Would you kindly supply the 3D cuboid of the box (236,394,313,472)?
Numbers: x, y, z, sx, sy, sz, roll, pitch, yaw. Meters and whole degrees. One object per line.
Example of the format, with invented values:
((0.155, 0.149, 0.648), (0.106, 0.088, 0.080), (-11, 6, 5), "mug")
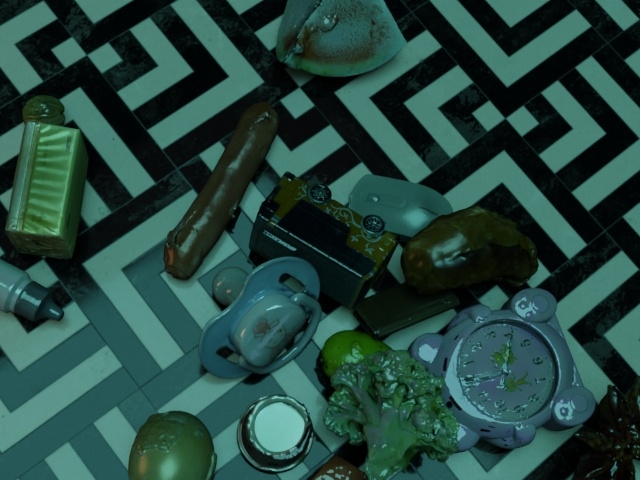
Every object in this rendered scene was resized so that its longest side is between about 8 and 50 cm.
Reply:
((-0.082, 0.362, 1.834), (0.151, 0.135, 0.151), (2, 71, -7), "box")

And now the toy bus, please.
((0.000, 0.000, 1.941), (0.275, 0.138, 0.167), (32, 54, 8), "toy bus")

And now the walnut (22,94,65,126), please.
((-0.579, -0.263, 2.010), (0.092, 0.092, 0.092), (2, 72, -6), "walnut")

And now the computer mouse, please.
((0.172, -0.067, 2.036), (0.231, 0.079, 0.128), (16, 69, 2), "computer mouse")

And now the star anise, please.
((0.584, 0.405, 1.879), (0.288, 0.088, 0.288), (-9, 109, -28), "star anise")

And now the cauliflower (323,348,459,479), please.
((0.130, 0.338, 1.755), (0.256, 0.239, 0.315), (39, 33, -9), "cauliflower")

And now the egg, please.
((-0.277, 0.408, 1.775), (0.164, 0.164, 0.201), (13, 46, -2), "egg")

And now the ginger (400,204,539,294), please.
((0.315, 0.020, 1.950), (0.321, 0.165, 0.172), (-1, 113, -23), "ginger")

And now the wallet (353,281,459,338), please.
((0.172, 0.133, 1.957), (0.198, 0.031, 0.110), (-20, 40, -19), "wallet")

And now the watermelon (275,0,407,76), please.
((0.054, -0.484, 2.084), (0.289, 0.214, 0.320), (24, 59, 0), "watermelon")

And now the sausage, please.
((-0.204, -0.106, 1.995), (0.094, 0.094, 0.419), (44, 66, -38), "sausage")

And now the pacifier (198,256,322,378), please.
((-0.131, 0.132, 1.897), (0.287, 0.238, 0.226), (-50, 50, 7), "pacifier")

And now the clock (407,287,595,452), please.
((0.356, 0.269, 1.927), (0.322, 0.113, 0.296), (-16, 75, -10), "clock")

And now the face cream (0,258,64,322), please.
((-0.643, 0.078, 1.883), (0.311, 0.092, 0.092), (26, 71, 3), "face cream")

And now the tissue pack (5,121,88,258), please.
((-0.541, -0.095, 1.915), (0.125, 0.159, 0.234), (7, 71, -4), "tissue pack")

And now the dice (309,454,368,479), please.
((0.035, 0.514, 1.777), (0.175, 0.174, 0.179), (43, 73, 9), "dice")

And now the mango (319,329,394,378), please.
((0.087, 0.241, 1.912), (0.178, 0.100, 0.119), (14, 68, -10), "mango")
